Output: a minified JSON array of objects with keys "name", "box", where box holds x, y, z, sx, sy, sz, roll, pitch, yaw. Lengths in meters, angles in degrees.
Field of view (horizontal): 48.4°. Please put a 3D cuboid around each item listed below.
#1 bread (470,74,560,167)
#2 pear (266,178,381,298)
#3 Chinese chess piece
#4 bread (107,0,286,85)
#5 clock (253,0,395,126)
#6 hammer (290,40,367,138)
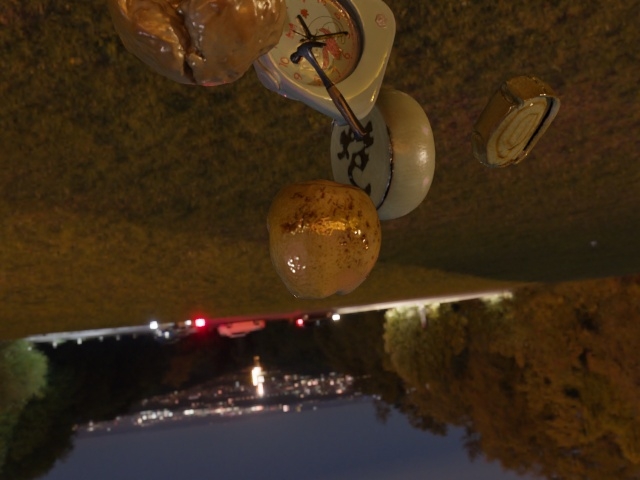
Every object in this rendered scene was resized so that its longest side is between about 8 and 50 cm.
[{"name":"bread","box":[0.299,-0.183,1.114,0.118,0.064,0.156,10,125,-41]},{"name":"pear","box":[0.000,0.000,0.988,0.178,0.177,0.178,-7,168,-1]},{"name":"Chinese chess piece","box":[0.154,-0.228,1.890,0.147,0.349,0.349,-7,169,-28]},{"name":"bread","box":[-0.158,-0.311,0.880,0.245,0.244,0.134,-10,-170,13]},{"name":"clock","box":[-0.020,-0.401,1.433,0.324,0.265,0.109,21,172,-19]},{"name":"hammer","box":[0.024,-0.272,1.286,0.078,0.201,0.021,-30,-174,46]}]
